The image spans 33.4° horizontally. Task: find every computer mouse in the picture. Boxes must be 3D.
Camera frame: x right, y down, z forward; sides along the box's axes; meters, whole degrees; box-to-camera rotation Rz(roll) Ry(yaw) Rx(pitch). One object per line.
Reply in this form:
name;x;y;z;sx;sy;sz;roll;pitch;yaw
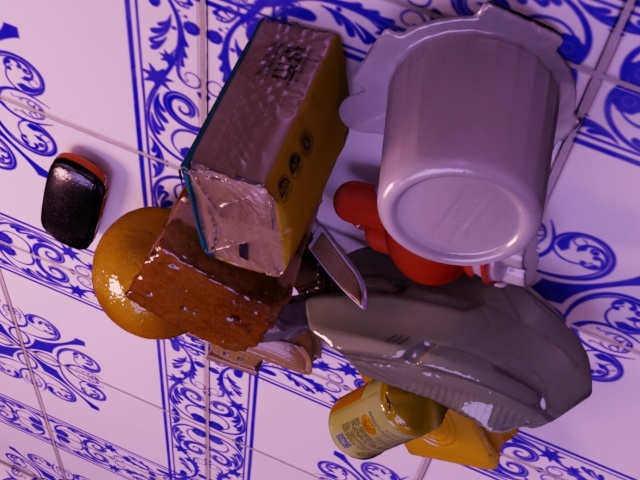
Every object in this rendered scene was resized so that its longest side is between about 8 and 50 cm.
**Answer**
computer mouse;0.189;0.120;1.532;0.429;0.228;0.145;20;142;15

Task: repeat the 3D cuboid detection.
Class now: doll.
doll;0.153;-0.010;1.462;0.290;0.130;0.161;17;149;26

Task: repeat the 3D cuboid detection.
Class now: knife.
knife;0.001;0.000;1.558;0.256;0.022;0.046;54;125;26

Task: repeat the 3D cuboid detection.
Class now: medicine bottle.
medicine bottle;0.111;0.276;1.724;0.124;0.124;0.239;33;147;-9

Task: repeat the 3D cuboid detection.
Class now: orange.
orange;-0.274;0.055;1.782;0.236;0.236;0.236;19;147;13

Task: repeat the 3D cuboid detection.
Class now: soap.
soap;0.196;0.264;1.842;0.204;0.096;0.324;3;140;35

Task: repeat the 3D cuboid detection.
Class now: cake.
cake;-0.120;-0.017;1.500;0.198;0.293;0.196;26;147;-8

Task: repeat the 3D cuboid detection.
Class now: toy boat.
toy boat;-0.155;0.175;1.963;0.321;0.089;0.121;17;131;7

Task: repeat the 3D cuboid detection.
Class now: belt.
belt;-0.086;0.066;1.654;0.261;0.184;0.105;8;158;-30

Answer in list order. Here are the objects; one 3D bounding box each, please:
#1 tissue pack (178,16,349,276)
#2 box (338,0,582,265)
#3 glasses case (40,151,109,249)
tissue pack;-0.057;-0.117;1.334;0.134;0.271;0.192;13;146;16
box;0.142;-0.102;1.218;0.291;0.206;0.262;-5;139;20
glasses case;-0.432;-0.065;1.866;0.103;0.067;0.267;31;148;-3
